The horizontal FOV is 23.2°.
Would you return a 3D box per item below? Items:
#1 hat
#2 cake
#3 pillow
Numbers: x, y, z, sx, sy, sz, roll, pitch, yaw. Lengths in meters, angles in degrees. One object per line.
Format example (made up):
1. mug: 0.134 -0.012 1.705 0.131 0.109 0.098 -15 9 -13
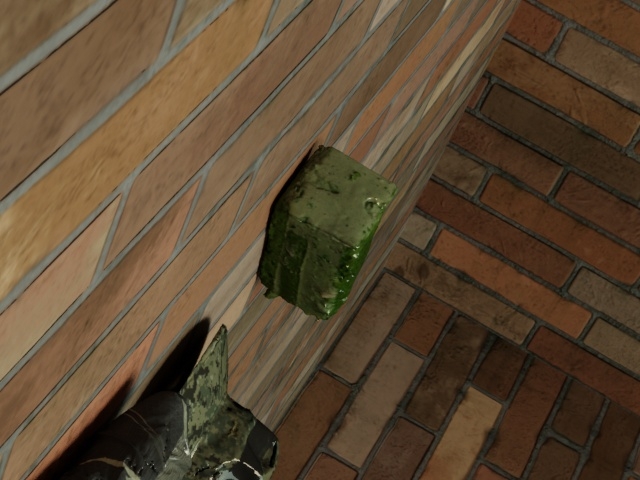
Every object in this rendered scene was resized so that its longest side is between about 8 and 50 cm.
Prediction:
1. hat: -0.114 0.217 1.530 0.265 0.128 0.265 -55 -177 4
2. cake: 0.004 -0.002 1.639 0.099 0.100 0.235 -57 173 -24
3. pillow: -0.188 0.234 1.226 0.161 0.092 0.335 -66 172 27
